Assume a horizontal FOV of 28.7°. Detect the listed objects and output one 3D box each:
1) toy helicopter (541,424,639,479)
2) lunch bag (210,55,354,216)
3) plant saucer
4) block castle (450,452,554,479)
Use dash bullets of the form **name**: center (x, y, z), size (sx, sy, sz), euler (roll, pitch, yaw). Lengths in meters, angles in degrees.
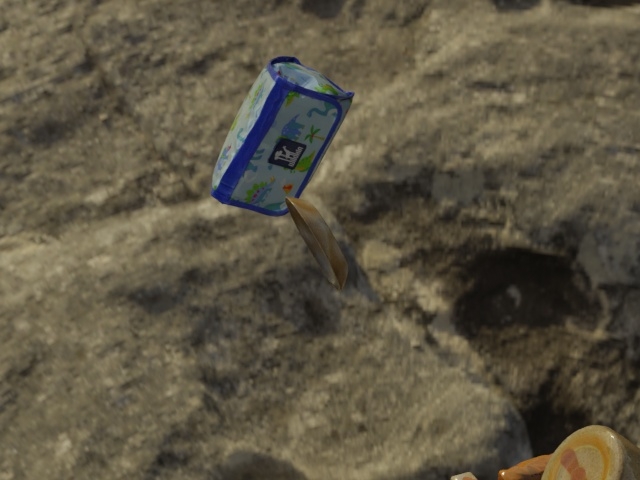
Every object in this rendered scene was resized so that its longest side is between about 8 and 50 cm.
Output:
- **toy helicopter**: center (0.175, 0.273, 0.789), size (0.140, 0.235, 0.355), euler (29, 51, -21)
- **lunch bag**: center (-0.041, -0.098, 1.164), size (0.096, 0.151, 0.129), euler (31, 105, 10)
- **plant saucer**: center (0.000, 0.000, 0.941), size (0.015, 0.083, 0.083), euler (-30, 60, -6)
- **block castle**: center (0.174, 0.408, 1.285), size (0.453, 0.212, 0.303), euler (-15, 26, -14)
